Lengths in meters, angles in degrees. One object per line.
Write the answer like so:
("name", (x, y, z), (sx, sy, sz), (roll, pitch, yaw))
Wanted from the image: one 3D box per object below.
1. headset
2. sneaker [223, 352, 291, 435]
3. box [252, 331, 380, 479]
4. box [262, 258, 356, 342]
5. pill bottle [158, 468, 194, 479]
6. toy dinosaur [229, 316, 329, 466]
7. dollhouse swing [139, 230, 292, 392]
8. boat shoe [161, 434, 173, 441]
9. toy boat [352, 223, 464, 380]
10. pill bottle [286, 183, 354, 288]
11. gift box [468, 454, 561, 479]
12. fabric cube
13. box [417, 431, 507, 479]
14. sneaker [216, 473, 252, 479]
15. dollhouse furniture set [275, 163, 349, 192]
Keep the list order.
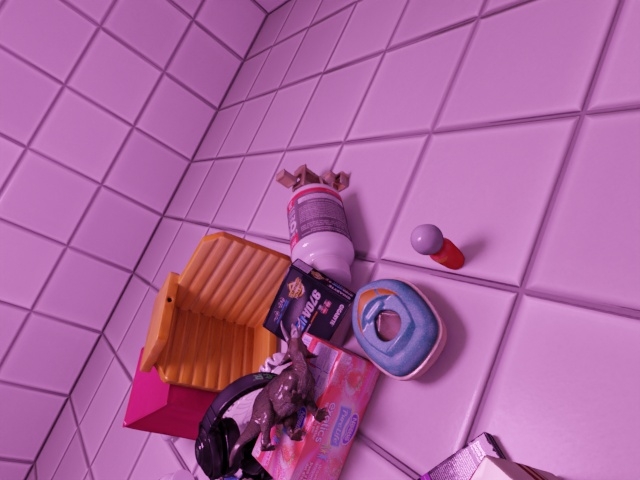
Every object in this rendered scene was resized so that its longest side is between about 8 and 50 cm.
("headset", (-0.177, 0.511, 1.009), (0.185, 0.243, 0.394), (30, 94, 56))
("sneaker", (-0.161, 0.445, 1.162), (0.292, 0.110, 0.118), (-53, 44, 9))
("box", (-0.006, 0.384, 0.970), (0.154, 0.142, 0.300), (10, 73, 54))
("box", (-0.034, 0.178, 1.087), (0.220, 0.175, 0.051), (-63, -10, 30))
("pill bottle", (-0.458, 0.764, 1.283), (0.180, 0.108, 0.108), (-43, 38, 21))
("toy dinosaur", (-0.079, 0.337, 0.898), (0.314, 0.121, 0.160), (-60, 24, 6))
("dollhouse swing", (-0.250, 0.209, 1.191), (0.305, 0.346, 0.315), (-42, 37, 37))
("boat shoe", (-0.551, 0.589, 1.542), (0.084, 0.095, 0.258), (-45, 35, 12))
("toy boat", (0.181, 0.119, 0.930), (0.318, 0.148, 0.267), (-57, 34, 4))
("pill bottle", (0.000, 0.000, 1.221), (0.176, 0.176, 0.319), (-39, 39, 27))
("gift box", (0.268, 0.440, 0.481), (0.258, 0.276, 0.255), (31, 95, 54))
("fabric cube", (-0.403, 0.441, 1.325), (0.254, 0.258, 0.259), (-33, 42, 33))
("box", (0.252, 0.420, 0.722), (0.162, 0.029, 0.116), (-47, 37, 19))
("sneaker", (-0.234, 0.640, 1.138), (0.152, 0.058, 0.084), (-57, 42, 14))
("dollhouse furniture set", (-0.023, -0.225, 1.414), (0.160, 0.181, 0.101), (-28, 45, 37))
